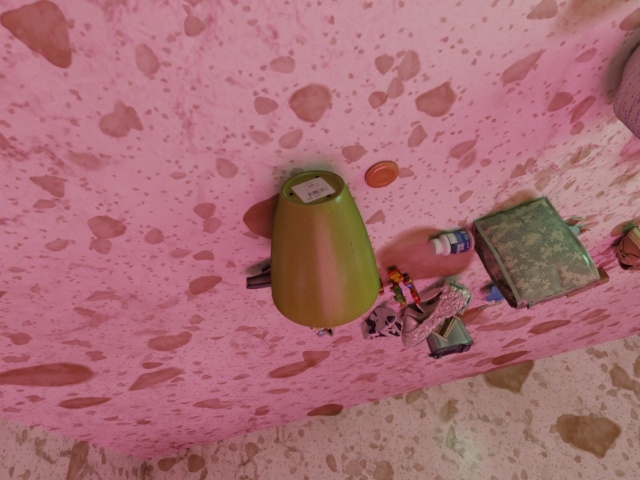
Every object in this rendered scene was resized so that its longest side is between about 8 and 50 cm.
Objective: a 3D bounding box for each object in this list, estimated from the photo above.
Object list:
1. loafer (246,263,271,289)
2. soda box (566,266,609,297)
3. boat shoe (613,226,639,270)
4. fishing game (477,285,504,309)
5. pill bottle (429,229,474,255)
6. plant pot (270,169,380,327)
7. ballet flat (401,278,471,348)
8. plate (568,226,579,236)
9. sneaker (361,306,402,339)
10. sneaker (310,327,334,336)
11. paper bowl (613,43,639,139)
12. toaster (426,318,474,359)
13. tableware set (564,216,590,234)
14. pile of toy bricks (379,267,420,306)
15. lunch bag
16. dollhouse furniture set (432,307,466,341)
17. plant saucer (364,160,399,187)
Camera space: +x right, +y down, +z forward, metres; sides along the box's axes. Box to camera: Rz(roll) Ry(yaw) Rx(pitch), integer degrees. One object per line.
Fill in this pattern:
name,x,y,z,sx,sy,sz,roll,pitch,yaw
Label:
loafer,-0.084,0.080,1.152,0.267,0.084,0.096,-10,177,-2
soda box,1.177,0.189,1.799,0.181,0.058,0.061,-28,144,17
boat shoe,1.210,0.050,1.559,0.110,0.122,0.341,-33,143,23
fishing game,0.757,0.190,1.655,0.189,0.041,0.264,-12,141,-18
pill bottle,0.400,0.010,1.233,0.120,0.067,0.067,-11,146,-7
plant pot,0.000,0.000,0.926,0.274,0.275,0.294,-11,130,-6
ballet flat,0.416,0.280,1.597,0.146,0.147,0.409,8,137,-30
plate,0.812,0.016,1.407,0.188,0.024,0.188,-12,147,-8
sneaker,0.279,0.331,1.618,0.153,0.094,0.235,1,143,-24
sneaker,-0.013,0.303,1.470,0.185,0.084,0.069,21,132,-42
paper bowl,0.738,-0.340,0.799,0.284,0.148,0.284,-10,145,-7
toaster,0.571,0.446,1.846,0.226,0.147,0.129,-13,145,-5
tableware set,0.850,-0.020,1.409,0.141,0.020,0.168,14,136,-36
pile of toy bricks,0.271,0.183,1.393,0.118,0.105,0.212,-28,144,18
lunch bag,0.617,0.051,1.183,0.235,0.287,0.169,-20,145,5
dollhouse furniture set,0.516,0.310,1.730,0.101,0.161,0.182,31,88,-6
plant saucer,0.146,-0.153,0.950,0.083,0.013,0.083,-10,146,-7
